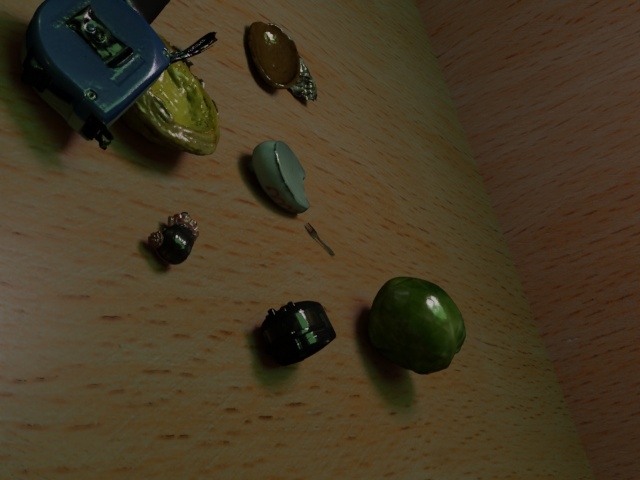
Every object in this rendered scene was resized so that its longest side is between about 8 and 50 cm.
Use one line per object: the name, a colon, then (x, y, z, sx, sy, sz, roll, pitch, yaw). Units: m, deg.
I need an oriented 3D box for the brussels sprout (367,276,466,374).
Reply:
brussels sprout: (0.217, 0.192, 2.018, 0.244, 0.244, 0.244, 46, 30, -36)

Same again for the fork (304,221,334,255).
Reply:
fork: (0.000, 0.001, 2.007, 0.115, 0.016, 0.012, 49, 20, -34)

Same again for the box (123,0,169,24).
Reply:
box: (-0.389, -0.560, 1.689, 0.290, 0.073, 0.289, 53, 27, -24)

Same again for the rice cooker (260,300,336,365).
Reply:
rice cooker: (-0.041, 0.168, 1.639, 0.165, 0.112, 0.107, 12, 51, -64)

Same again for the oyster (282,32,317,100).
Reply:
oyster: (-0.060, -0.431, 2.252, 0.177, 0.064, 0.125, 48, 23, -31)

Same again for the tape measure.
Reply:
tape measure: (-0.316, -0.323, 1.425, 0.215, 0.098, 0.351, 43, 49, -9)

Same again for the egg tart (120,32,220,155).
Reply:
egg tart: (-0.284, -0.258, 1.591, 0.279, 0.095, 0.279, 49, 23, -29)

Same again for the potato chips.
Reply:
potato chips: (-0.117, -0.440, 2.149, 0.150, 0.049, 0.202, 15, 56, -41)

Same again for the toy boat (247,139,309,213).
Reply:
toy boat: (-0.091, -0.134, 1.905, 0.207, 0.078, 0.134, 43, 37, -60)

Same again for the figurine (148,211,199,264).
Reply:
figurine: (-0.238, -0.011, 1.483, 0.072, 0.054, 0.129, 52, 25, -18)
